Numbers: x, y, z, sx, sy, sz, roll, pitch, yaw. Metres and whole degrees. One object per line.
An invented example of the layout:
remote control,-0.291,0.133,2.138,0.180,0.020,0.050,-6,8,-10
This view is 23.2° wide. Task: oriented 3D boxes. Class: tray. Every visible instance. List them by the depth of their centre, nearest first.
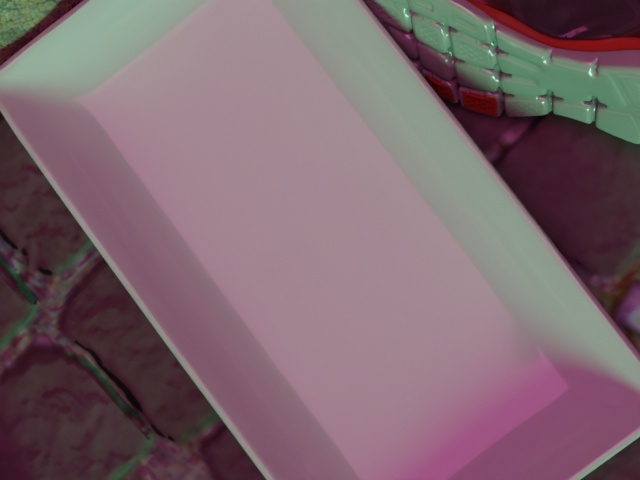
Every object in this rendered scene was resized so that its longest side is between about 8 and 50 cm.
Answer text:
tray,0.000,0.000,0.622,0.145,0.030,0.270,-38,83,6

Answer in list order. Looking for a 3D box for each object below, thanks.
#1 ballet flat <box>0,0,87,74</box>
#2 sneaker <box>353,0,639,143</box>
ballet flat,-0.240,-0.068,0.646,0.316,0.106,0.107,-33,71,6
sneaker,0.090,-0.086,0.619,0.158,0.061,0.065,21,61,12
